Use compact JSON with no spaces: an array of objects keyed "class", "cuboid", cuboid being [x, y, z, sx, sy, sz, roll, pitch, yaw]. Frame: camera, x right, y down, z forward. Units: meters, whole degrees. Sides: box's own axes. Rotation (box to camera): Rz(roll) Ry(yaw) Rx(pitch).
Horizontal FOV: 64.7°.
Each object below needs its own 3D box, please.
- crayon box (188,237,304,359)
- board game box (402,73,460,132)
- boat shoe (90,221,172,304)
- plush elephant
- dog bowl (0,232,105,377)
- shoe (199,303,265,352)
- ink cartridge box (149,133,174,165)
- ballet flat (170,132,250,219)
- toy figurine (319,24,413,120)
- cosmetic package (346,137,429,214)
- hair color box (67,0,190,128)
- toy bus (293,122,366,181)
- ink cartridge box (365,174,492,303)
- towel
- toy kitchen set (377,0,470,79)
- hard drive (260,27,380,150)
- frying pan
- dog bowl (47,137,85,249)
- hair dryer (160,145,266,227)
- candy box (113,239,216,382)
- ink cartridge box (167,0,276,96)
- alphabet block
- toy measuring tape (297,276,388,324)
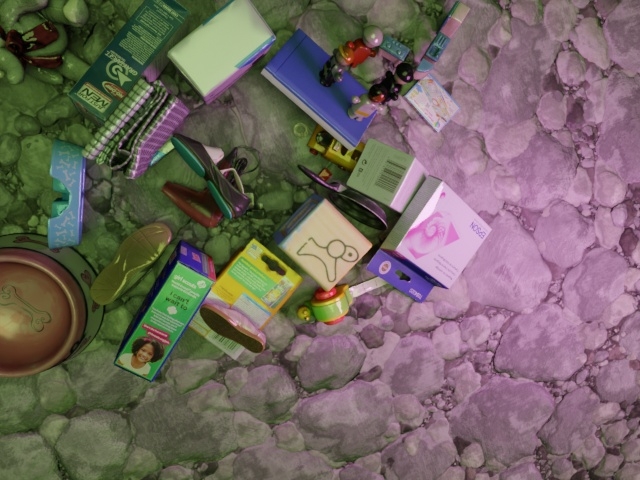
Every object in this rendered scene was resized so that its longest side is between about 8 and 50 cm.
[{"class":"crayon box","cuboid":[-0.230,0.168,1.515,0.203,0.083,0.323,41,92,-14]},{"class":"board game box","cuboid":[0.338,-0.420,1.536,0.154,0.026,0.103,43,90,-14]},{"class":"boat shoe","cuboid":[-0.530,0.065,1.440,0.103,0.092,0.285,40,87,3]},{"class":"plush elephant","cuboid":[-0.738,-0.469,1.209,0.330,0.271,0.255,29,53,0]},{"class":"dog bowl","cuboid":[-0.822,0.190,1.382,0.408,0.150,0.407,-2,100,-10]},{"class":"shoe","cuboid":[-0.250,0.246,1.460,0.219,0.058,0.076,37,123,-10]},{"class":"ink cartridge box","cuboid":[-0.486,-0.308,1.394,0.104,0.061,0.181,-39,104,-2]},{"class":"ballet flat","cuboid":[-0.292,-0.188,1.392,0.096,0.095,0.280,-39,102,-24]},{"class":"toy figurine","cuboid":[0.127,-0.457,1.383,0.213,0.148,0.209,51,52,-5]},{"class":"cosmetic package","cuboid":[0.197,-0.178,1.451,0.152,0.184,0.151,29,95,24]},{"class":"hair color box","cuboid":[-0.475,-0.446,1.278,0.105,0.174,0.347,35,79,-13]},{"class":"toy bus","cuboid":[0.046,-0.275,1.472,0.202,0.104,0.190,-19,103,-6]},{"class":"ink cartridge box","cuboid":[0.338,0.021,1.529,0.324,0.071,0.330,31,93,-40]},{"class":"towel","cuboid":[-0.430,-0.268,1.234,0.121,0.283,0.235,39,92,-16]},{"class":"toy kitchen set","cuboid":[0.288,-0.595,1.444,0.166,0.122,0.207,31,85,-3]},{"class":"hard drive","cuboid":[0.012,-0.424,1.415,0.319,0.040,0.210,39,55,-14]},{"class":"frying pan","cuboid":[0.061,-0.127,1.460,0.326,0.197,0.053,34,81,-11]},{"class":"dog bowl","cuboid":[-0.675,-0.121,1.350,0.074,0.166,0.297,3,100,-22]},{"class":"hair dryer","cuboid":[-0.309,-0.147,1.464,0.294,0.080,0.223,-8,85,-14]},{"class":"candy box","cuboid":[-0.418,0.179,1.389,0.122,0.268,0.317,30,94,-17]},{"class":"ink cartridge box","cuboid":[-0.249,-0.469,1.282,0.223,0.307,0.129,-41,106,-1]},{"class":"alphabet block","cuboid":[0.000,0.000,1.469,0.192,0.193,0.197,-45,104,2]},{"class":"toy measuring tape","cuboid":[0.087,0.179,1.557,0.330,0.121,0.121,-19,103,-6]}]
